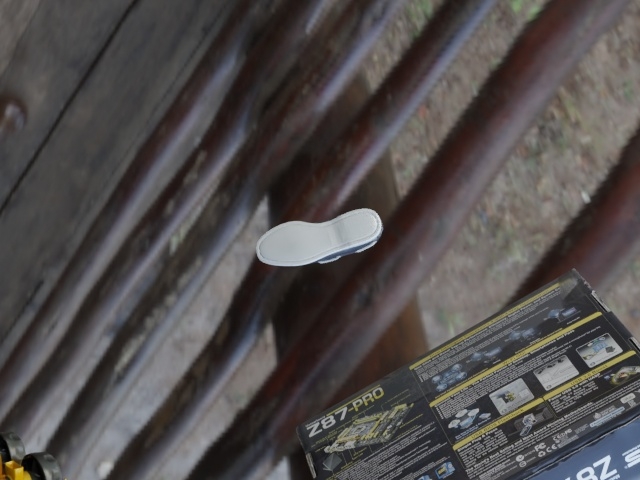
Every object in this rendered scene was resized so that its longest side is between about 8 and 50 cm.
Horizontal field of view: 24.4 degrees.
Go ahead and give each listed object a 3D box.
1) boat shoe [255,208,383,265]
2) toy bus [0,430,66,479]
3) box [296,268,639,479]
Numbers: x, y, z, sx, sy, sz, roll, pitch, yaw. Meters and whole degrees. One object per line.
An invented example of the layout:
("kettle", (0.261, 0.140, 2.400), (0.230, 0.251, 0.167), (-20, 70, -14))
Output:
("boat shoe", (0.000, 0.000, 1.446), (0.125, 0.046, 0.038), (-18, 162, 3))
("toy bus", (-0.432, 0.372, 1.923), (0.149, 0.220, 0.212), (-11, 109, -37))
("box", (0.184, 0.218, 1.656), (0.395, 0.318, 0.097), (-30, 117, 0))
